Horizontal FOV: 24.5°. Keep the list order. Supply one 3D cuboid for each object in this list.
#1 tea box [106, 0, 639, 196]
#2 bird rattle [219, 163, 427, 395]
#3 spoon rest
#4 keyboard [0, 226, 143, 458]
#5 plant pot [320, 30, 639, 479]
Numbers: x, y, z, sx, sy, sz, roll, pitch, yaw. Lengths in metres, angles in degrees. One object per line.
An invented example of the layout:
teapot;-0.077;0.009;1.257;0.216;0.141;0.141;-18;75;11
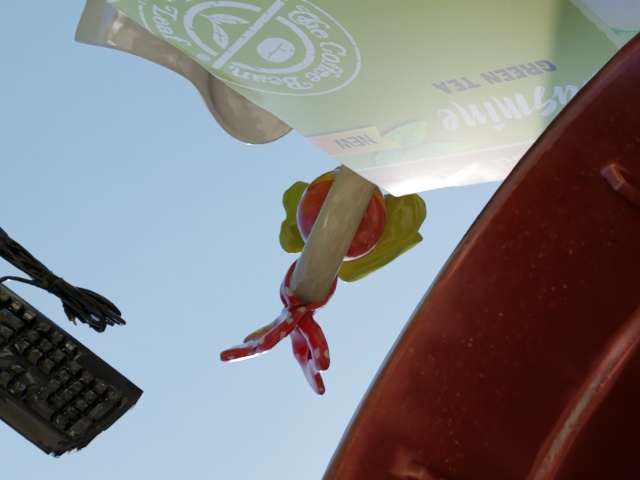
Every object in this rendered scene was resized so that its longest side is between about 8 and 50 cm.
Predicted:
tea box;0.074;-0.196;0.591;0.323;0.329;0.220;31;-117;-38
bird rattle;0.000;0.000;1.322;0.253;0.143;0.207;-52;-13;-48
spoon rest;-0.110;-0.179;1.491;0.276;0.084;0.137;14;-81;-38
keyboard;-0.271;0.037;1.163;0.033;0.317;0.201;-57;-8;26
plant pot;0.162;0.101;0.410;0.265;0.272;0.272;32;-115;-9
